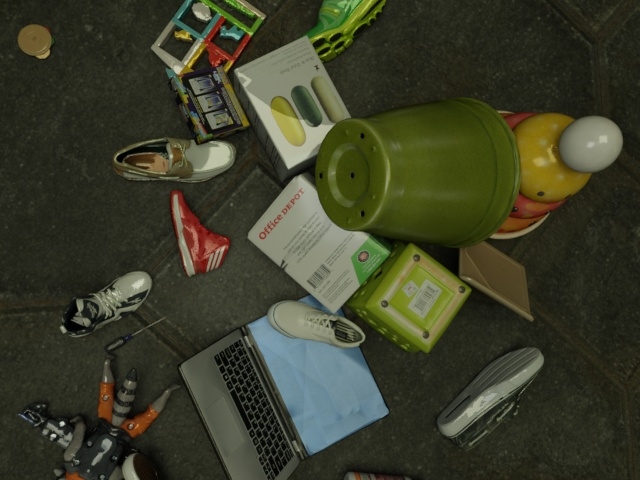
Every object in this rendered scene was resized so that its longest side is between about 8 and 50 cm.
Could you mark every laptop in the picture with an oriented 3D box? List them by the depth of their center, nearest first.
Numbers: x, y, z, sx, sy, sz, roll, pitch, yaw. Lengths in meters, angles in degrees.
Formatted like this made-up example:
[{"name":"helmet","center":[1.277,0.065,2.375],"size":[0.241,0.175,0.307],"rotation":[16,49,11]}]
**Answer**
[{"name":"laptop","center":[-0.066,0.365,1.330],"size":[0.236,0.408,0.381],"rotation":[-25,90,25]}]

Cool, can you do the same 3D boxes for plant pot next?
[{"name":"plant pot","center":[0.191,-0.151,1.255],"size":[0.353,0.367,0.366],"rotation":[-5,87,-38]},{"name":"plant pot","center":[0.227,0.142,1.390],"size":[0.227,0.207,0.228],"rotation":[38,82,-4]}]

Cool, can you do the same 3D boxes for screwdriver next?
[{"name":"screwdriver","center":[-0.461,0.232,1.391],"size":[0.170,0.025,0.024],"rotation":[-29,90,-17]}]

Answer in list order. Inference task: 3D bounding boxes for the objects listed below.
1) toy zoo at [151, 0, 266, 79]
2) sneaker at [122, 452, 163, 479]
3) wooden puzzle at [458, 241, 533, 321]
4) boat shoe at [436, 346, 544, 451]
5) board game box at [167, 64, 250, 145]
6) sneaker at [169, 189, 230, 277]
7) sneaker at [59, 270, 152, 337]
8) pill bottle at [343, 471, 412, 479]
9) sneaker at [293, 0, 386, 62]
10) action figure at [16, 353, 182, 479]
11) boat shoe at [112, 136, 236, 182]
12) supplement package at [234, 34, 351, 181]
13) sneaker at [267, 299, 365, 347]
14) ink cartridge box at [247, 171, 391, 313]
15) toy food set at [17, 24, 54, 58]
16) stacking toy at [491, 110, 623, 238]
[{"name":"toy zoo","center":[-0.301,-0.520,1.441],"size":[0.192,0.030,0.293],"rotation":[33,84,-5]},{"name":"sneaker","center":[-0.415,0.625,1.292],"size":[0.123,0.106,0.290],"rotation":[-19,115,-1]},{"name":"wooden puzzle","center":[0.440,0.085,1.422],"size":[0.221,0.238,0.044],"rotation":[31,124,-11]},{"name":"boat shoe","center":[0.463,0.418,1.464],"size":[0.335,0.121,0.119],"rotation":[-40,100,3]},{"name":"board game box","center":[-0.275,-0.336,1.371],"size":[0.141,0.048,0.170],"rotation":[-25,90,-34]},{"name":"sneaker","center":[-0.302,-0.027,1.400],"size":[0.128,0.087,0.221],"rotation":[-13,101,-16]},{"name":"sneaker","center":[-0.514,0.153,1.315],"size":[0.235,0.153,0.094],"rotation":[-27,92,-8]},{"name":"pill bottle","center":[0.170,0.655,1.397],"size":[0.221,0.121,0.121],"rotation":[8,86,-7]},{"name":"sneaker","center":[0.039,-0.580,1.467],"size":[0.295,0.109,0.123],"rotation":[-39,69,-6]},{"name":"action figure","center":[-0.536,0.436,1.291],"size":[0.341,0.178,0.330],"rotation":[26,74,-9]},{"name":"boat shoe","center":[-0.359,-0.199,1.379],"size":[0.303,0.103,0.113],"rotation":[-10,89,-8]},{"name":"supplement package","center":[-0.066,-0.317,1.377],"size":[0.199,0.198,0.262],"rotation":[-29,91,-9]},{"name":"sneaker","center":[-0.003,0.202,1.355],"size":[0.258,0.091,0.094],"rotation":[19,65,-28]},{"name":"ink cartridge box","center":[0.000,0.000,1.369],"size":[0.289,0.121,0.211],"rotation":[42,105,0]},{"name":"toy food set","center":[-0.714,-0.502,1.390],"size":[0.083,0.020,0.082],"rotation":[17,85,-6]},{"name":"stacking toy","center":[0.511,-0.188,1.305],"size":[0.351,0.480,0.350],"rotation":[0,87,-8]}]
